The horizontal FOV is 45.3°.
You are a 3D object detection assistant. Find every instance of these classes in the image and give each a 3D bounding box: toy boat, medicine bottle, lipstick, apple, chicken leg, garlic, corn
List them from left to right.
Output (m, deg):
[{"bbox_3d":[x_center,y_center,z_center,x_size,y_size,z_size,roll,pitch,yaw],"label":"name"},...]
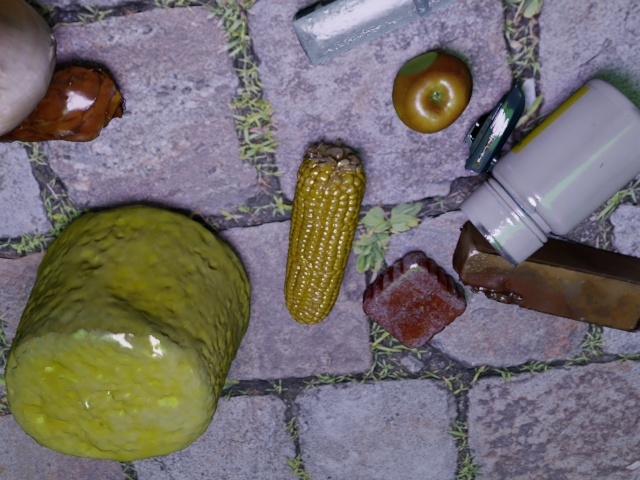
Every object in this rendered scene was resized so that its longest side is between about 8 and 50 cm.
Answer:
[{"bbox_3d":[-0.486,-0.228,0.986,0.286,0.249,0.313,-32,76,-4],"label":"garlic"},{"bbox_3d":[-0.425,-0.169,1.116,0.304,0.093,0.113,-17,129,17],"label":"chicken leg"},{"bbox_3d":[0.000,0.000,1.177,0.106,0.106,0.305,9,121,-2],"label":"corn"},{"bbox_3d":[0.102,-0.320,1.003,0.289,0.077,0.076,-23,117,16],"label":"lipstick"},{"bbox_3d":[0.156,-0.200,1.055,0.114,0.102,0.099,-22,115,14],"label":"apple"},{"bbox_3d":[0.250,-0.164,1.099,0.060,0.055,0.141,32,120,10],"label":"toy boat"},{"bbox_3d":[0.328,-0.089,1.066,0.258,0.143,0.143,-44,110,11],"label":"medicine bottle"}]

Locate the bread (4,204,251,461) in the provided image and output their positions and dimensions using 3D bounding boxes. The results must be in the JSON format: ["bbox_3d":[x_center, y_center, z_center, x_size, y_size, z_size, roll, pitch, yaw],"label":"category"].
[{"bbox_3d":[-0.282,0.146,1.157,0.348,0.308,0.348,-1,120,-1],"label":"bread"}]

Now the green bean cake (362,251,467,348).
[{"bbox_3d":[0.152,0.096,1.252,0.135,0.056,0.135,40,115,-18],"label":"green bean cake"}]

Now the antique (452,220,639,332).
[{"bbox_3d":[0.361,0.056,1.203,0.309,0.087,0.093,12,121,-5],"label":"antique"}]
